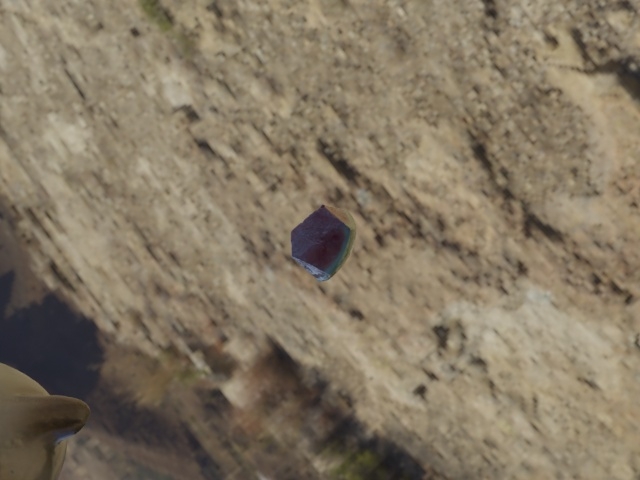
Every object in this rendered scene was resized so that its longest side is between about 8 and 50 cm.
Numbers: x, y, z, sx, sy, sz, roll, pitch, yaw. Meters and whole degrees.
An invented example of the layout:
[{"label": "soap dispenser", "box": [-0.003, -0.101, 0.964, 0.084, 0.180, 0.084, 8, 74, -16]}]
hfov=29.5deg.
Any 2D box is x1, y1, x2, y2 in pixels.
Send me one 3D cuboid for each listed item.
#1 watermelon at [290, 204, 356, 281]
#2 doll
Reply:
[{"label": "watermelon", "box": [0.005, -0.003, 1.430, 0.072, 0.084, 0.092, 44, -179, -10]}, {"label": "doll", "box": [-0.448, 0.241, 1.462, 0.226, 0.215, 0.370, 41, 154, -20]}]
